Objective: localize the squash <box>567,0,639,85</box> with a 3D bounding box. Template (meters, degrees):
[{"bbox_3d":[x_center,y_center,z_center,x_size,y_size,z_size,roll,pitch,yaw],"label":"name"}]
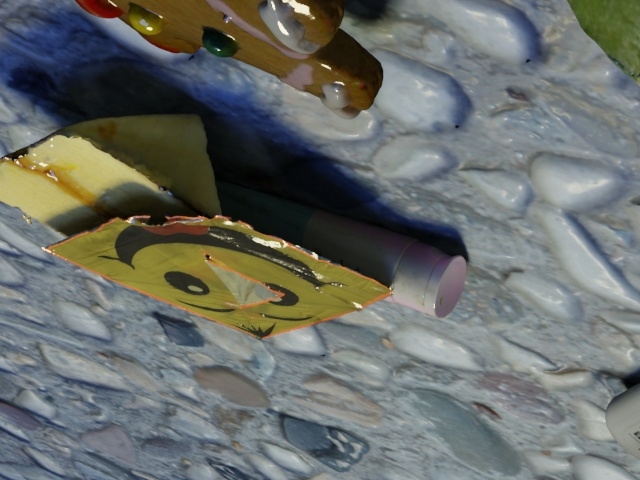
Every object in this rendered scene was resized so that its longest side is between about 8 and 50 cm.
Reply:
[{"bbox_3d":[0.305,-0.253,0.995,0.263,0.263,0.384,25,148,0],"label":"squash"}]

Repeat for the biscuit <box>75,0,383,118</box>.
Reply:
[{"bbox_3d":[-0.153,-0.209,1.617,0.432,0.064,0.283,22,170,23],"label":"biscuit"}]

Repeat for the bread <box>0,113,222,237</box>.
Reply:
[{"bbox_3d":[-0.229,-0.038,1.923,0.178,0.135,0.240,-6,171,-31],"label":"bread"}]

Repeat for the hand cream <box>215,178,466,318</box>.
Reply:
[{"bbox_3d":[0.000,0.000,1.980,0.312,0.070,0.111,21,156,25],"label":"hand cream"}]

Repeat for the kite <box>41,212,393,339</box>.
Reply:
[{"bbox_3d":[-0.103,0.041,1.967,0.377,0.013,0.327,5,158,17],"label":"kite"}]

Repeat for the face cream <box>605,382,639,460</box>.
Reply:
[{"bbox_3d":[0.399,0.165,1.909,0.144,0.071,0.291,28,154,-6],"label":"face cream"}]
